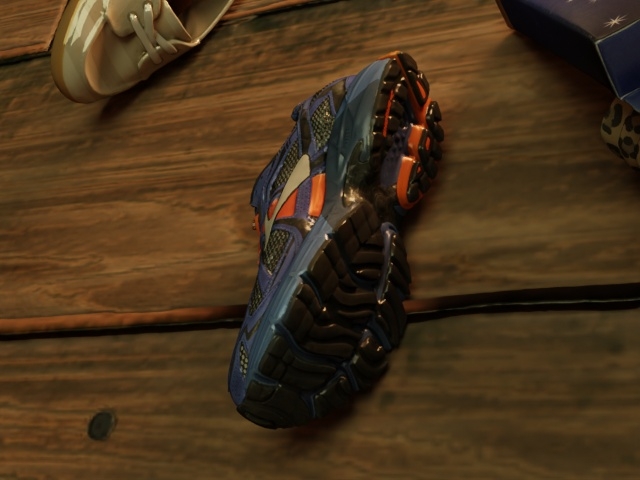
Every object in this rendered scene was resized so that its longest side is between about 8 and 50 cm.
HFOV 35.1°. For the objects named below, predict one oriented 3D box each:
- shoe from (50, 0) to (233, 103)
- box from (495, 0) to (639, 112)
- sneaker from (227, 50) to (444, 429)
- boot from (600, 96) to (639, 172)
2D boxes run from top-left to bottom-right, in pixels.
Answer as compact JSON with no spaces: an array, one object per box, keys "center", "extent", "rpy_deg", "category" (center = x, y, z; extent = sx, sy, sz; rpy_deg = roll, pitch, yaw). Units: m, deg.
[{"center":[-0.102,-0.180,0.709],"extent":[0.058,0.076,0.219],"rpy_deg":[24,68,42],"category":"shoe"},{"center":[0.176,-0.130,0.495],"extent":[0.136,0.036,0.225],"rpy_deg":[-28,23,6],"category":"box"},{"center":[0.000,0.000,0.539],"extent":[0.087,0.083,0.221],"rpy_deg":[-8,48,39],"category":"sneaker"},{"center":[0.260,-0.060,0.437],"extent":[0.236,0.085,0.179],"rpy_deg":[-34,46,0],"category":"boot"}]
